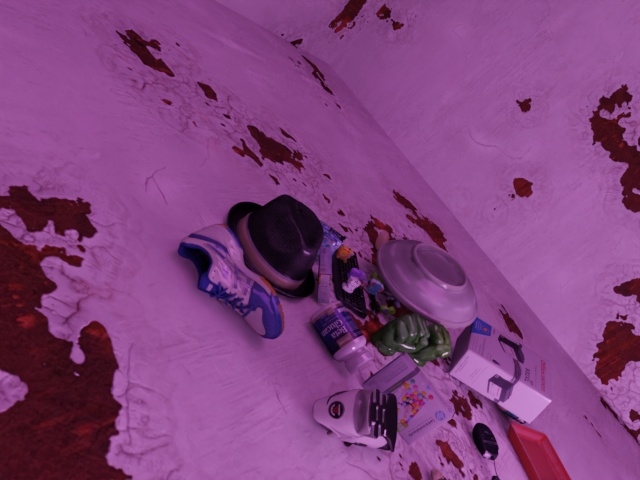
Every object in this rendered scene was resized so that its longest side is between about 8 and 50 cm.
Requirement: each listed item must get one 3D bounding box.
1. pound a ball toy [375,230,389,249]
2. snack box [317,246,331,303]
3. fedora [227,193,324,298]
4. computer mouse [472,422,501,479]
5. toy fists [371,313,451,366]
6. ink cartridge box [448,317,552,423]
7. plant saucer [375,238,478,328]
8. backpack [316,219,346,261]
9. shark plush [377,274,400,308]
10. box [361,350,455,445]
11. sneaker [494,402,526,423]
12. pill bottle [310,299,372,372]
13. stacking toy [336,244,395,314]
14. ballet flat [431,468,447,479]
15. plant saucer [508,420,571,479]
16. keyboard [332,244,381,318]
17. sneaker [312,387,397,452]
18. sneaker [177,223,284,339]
[{"bbox_3d":[0.325,0.122,2.024,0.208,0.135,0.319,8,37,-18],"label":"pound a ball toy"},{"bbox_3d":[0.011,0.096,1.523,0.037,0.100,0.141,5,31,-1],"label":"snack box"},{"bbox_3d":[-0.092,-0.013,1.452,0.334,0.152,0.334,37,25,-20],"label":"fedora"},{"bbox_3d":[0.487,0.639,1.553,0.071,0.041,0.242,24,38,-27],"label":"computer mouse"},{"bbox_3d":[0.288,0.298,1.615,0.279,0.142,0.096,27,30,-38],"label":"toy fists"},{"bbox_3d":[0.613,0.432,1.842,0.308,0.129,0.223,32,30,6],"label":"ink cartridge box"},{"bbox_3d":[0.381,0.113,1.834,0.401,0.100,0.400,22,33,-15],"label":"plant saucer"},{"bbox_3d":[0.000,0.000,1.650,0.114,0.105,0.084,40,22,-3],"label":"backpack"},{"bbox_3d":[0.246,0.158,1.864,0.161,0.067,0.073,41,24,-13],"label":"shark plush"},{"bbox_3d":[0.213,0.389,1.337,0.186,0.145,0.038,51,26,9],"label":"box"},{"bbox_3d":[0.713,0.553,1.993,0.121,0.108,0.302,47,31,-2],"label":"sneaker"},{"bbox_3d":[0.056,0.243,1.365,0.169,0.094,0.094,55,24,19],"label":"pill bottle"},{"bbox_3d":[0.144,0.125,1.688,0.221,0.052,0.166,34,26,-27],"label":"stacking toy"},{"bbox_3d":[0.322,0.615,1.280,0.173,0.049,0.057,54,23,17],"label":"ballet flat"},{"bbox_3d":[0.728,0.741,1.778,0.259,0.048,0.258,29,28,-37],"label":"plant saucer"},{"bbox_3d":[0.116,0.130,1.736,0.202,0.033,0.317,36,26,-25],"label":"keyboard"},{"bbox_3d":[0.081,0.379,1.169,0.330,0.147,0.122,54,37,-55],"label":"sneaker"},{"bbox_3d":[-0.200,0.104,1.176,0.131,0.112,0.296,-22,68,-47],"label":"sneaker"}]
